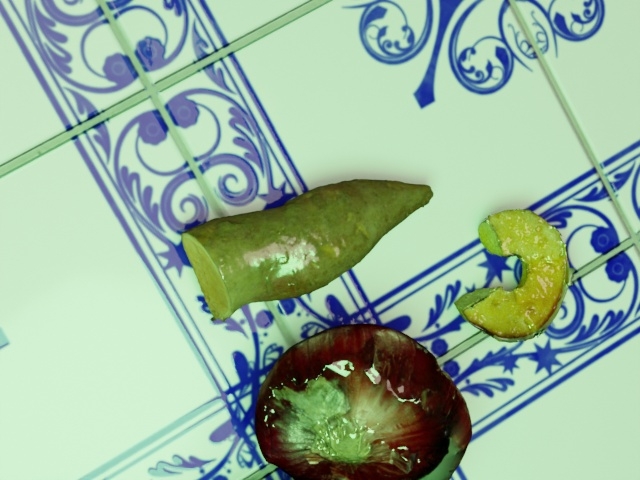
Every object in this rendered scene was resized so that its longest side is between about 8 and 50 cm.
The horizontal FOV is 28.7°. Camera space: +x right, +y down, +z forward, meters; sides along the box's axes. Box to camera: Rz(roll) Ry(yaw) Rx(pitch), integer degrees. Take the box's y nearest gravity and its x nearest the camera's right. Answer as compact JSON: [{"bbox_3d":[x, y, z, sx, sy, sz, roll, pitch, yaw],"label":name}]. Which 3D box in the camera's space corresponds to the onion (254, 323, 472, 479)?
[{"bbox_3d":[0.056,0.206,1.571,0.272,0.195,0.272,4,129,4],"label":"onion"}]

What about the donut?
[{"bbox_3d":[0.260,0.052,1.679,0.146,0.078,0.181,18,79,-15],"label":"donut"}]

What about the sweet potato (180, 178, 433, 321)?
[{"bbox_3d":[0.000,-0.002,1.586,0.337,0.131,0.131,-17,94,-13],"label":"sweet potato"}]
